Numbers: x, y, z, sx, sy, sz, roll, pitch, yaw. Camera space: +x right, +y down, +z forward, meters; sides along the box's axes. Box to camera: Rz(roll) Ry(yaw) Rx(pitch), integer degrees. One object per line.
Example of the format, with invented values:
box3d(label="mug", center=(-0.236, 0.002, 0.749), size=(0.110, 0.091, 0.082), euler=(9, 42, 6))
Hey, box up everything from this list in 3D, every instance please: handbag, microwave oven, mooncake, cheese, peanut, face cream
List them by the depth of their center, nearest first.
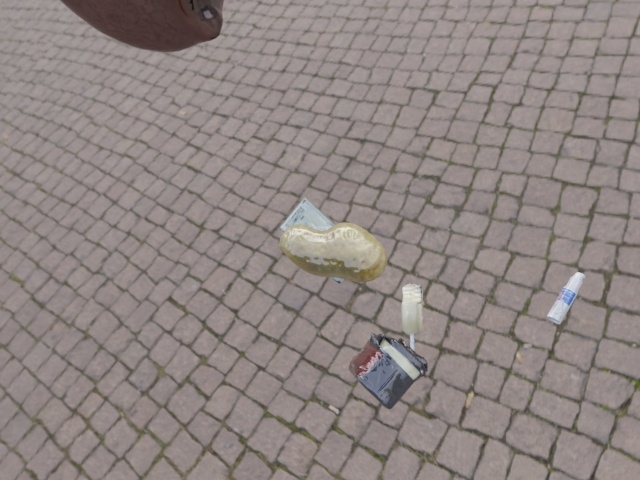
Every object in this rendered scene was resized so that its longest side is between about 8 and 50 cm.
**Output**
box3d(label="mooncake", center=(-0.286, -0.457, 0.874), size=(0.333, 0.325, 0.174), euler=(-2, 67, 36))
box3d(label="peanut", center=(0.024, 0.018, 1.149), size=(0.236, 0.120, 0.110), euler=(13, 53, 20))
box3d(label="face cream", center=(0.573, 0.131, 1.290), size=(0.034, 0.034, 0.130), euler=(29, 79, 34))
box3d(label="microwave oven", center=(0.000, 0.000, 1.516), size=(0.122, 0.162, 0.208), euler=(-50, 34, 4))
box3d(label="handbag", center=(0.191, 0.364, 1.622), size=(0.181, 0.254, 0.181), euler=(44, 83, 4))
box3d(label="cheese", center=(0.309, 0.279, 1.865), size=(0.070, 0.163, 0.249), euler=(-1, 98, 11))
